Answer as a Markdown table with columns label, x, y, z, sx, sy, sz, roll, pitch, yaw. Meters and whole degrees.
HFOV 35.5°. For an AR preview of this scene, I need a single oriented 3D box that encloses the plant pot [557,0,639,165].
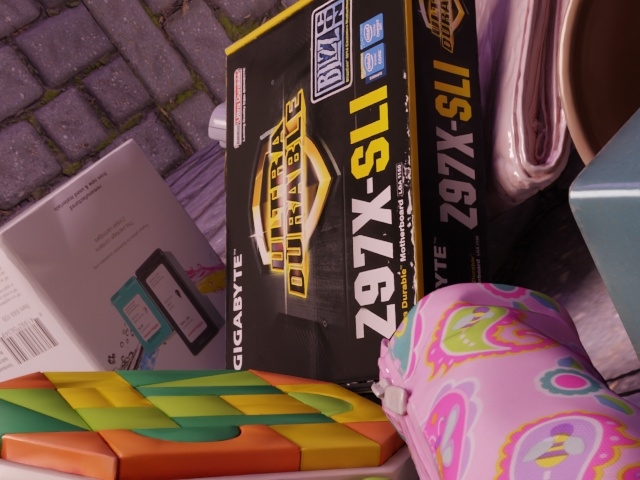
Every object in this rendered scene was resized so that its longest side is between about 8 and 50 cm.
| label | x | y | z | sx | sy | sz | roll | pitch | yaw |
| --- | --- | --- | --- | --- | --- | --- | --- | --- | --- |
| plant pot | 0.271 | -0.109 | 0.595 | 0.237 | 0.237 | 0.110 | -29 | -7 | 26 |

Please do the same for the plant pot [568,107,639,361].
| label | x | y | z | sx | sy | sz | roll | pitch | yaw |
| --- | --- | --- | --- | --- | --- | --- | --- | --- | --- |
| plant pot | 0.252 | -0.001 | 0.355 | 0.165 | 0.166 | 0.234 | -43 | 24 | -30 |

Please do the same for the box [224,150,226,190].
| label | x | y | z | sx | sy | sz | roll | pitch | yaw |
| --- | --- | --- | --- | --- | --- | --- | --- | --- | --- |
| box | 0.022 | -0.085 | 1.131 | 0.231 | 0.056 | 0.183 | 8 | 15 | 6 |

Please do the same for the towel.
| label | x | y | z | sx | sy | sz | roll | pitch | yaw |
| --- | --- | --- | --- | --- | --- | --- | --- | --- | --- |
| towel | 0.162 | -0.171 | 0.849 | 0.332 | 0.053 | 0.317 | 104 | 175 | -83 |

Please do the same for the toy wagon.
| label | x | y | z | sx | sy | sz | roll | pitch | yaw |
| --- | --- | --- | --- | --- | --- | --- | --- | --- | --- |
| toy wagon | -0.111 | 0.129 | 0.582 | 0.344 | 0.068 | 0.267 | 4 | 3 | -27 |

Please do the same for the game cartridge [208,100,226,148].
| label | x | y | z | sx | sy | sz | roll | pitch | yaw |
| --- | --- | --- | --- | --- | --- | --- | --- | --- | --- |
| game cartridge | 0.043 | -0.120 | 1.059 | 0.196 | 0.060 | 0.294 | 17 | 19 | 24 |

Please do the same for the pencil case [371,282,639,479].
| label | x | y | z | sx | sy | sz | roll | pitch | yaw |
| --- | --- | --- | --- | --- | --- | --- | --- | --- | --- |
| pencil case | 0.093 | 0.109 | 0.435 | 0.124 | 0.124 | 0.284 | -34 | 16 | 6 |

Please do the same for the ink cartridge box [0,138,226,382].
| label | x | y | z | sx | sy | sz | roll | pitch | yaw |
| --- | --- | --- | --- | --- | --- | --- | --- | --- | --- |
| ink cartridge box | -0.203 | 0.092 | 0.920 | 0.198 | 0.270 | 0.197 | -25 | 15 | 37 |

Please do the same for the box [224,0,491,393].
| label | x | y | z | sx | sy | sz | roll | pitch | yaw |
| --- | --- | --- | --- | --- | --- | --- | --- | --- | --- |
| box | 0.017 | -0.036 | 0.793 | 0.079 | 0.322 | 0.257 | 7 | -14 | -36 |
